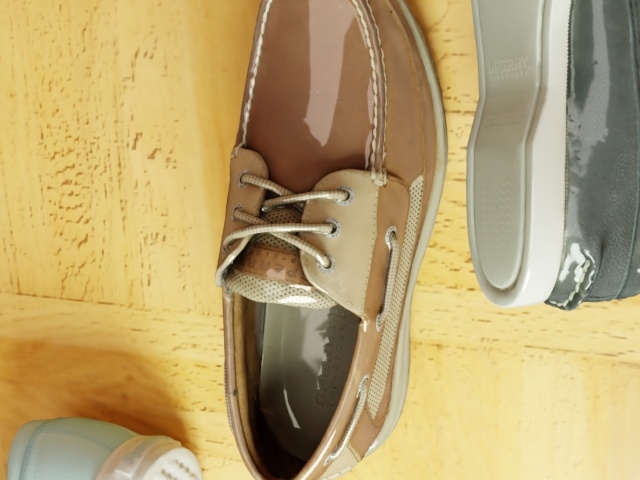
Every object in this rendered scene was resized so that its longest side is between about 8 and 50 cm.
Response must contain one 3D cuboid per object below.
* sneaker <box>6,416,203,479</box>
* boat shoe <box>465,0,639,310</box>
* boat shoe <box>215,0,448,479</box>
[{"bbox_3d":[-0.176,0.293,0.882,0.150,0.135,0.365,16,105,28],"label":"sneaker"},{"bbox_3d":[0.133,-0.115,0.616,0.091,0.114,0.302,-1,104,-18],"label":"boat shoe"},{"bbox_3d":[0.000,0.000,0.697,0.123,0.116,0.324,6,109,23],"label":"boat shoe"}]
